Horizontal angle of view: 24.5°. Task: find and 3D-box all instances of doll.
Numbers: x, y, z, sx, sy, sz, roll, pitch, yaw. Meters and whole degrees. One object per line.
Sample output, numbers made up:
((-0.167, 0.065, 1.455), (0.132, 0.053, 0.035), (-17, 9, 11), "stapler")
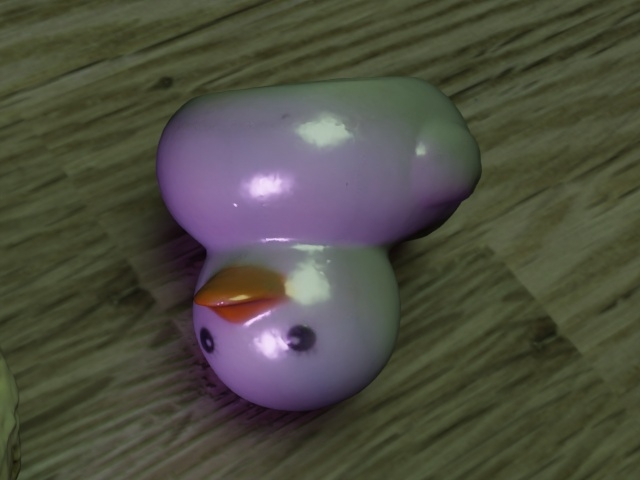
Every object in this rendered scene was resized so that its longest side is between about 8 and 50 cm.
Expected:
((0.000, 0.000, 0.954), (0.221, 0.221, 0.251), (47, 27, 15), "doll")

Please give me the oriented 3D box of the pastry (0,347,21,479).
((-0.283, 0.109, 0.789), (0.264, 0.133, 0.265), (10, 54, -14), "pastry")
